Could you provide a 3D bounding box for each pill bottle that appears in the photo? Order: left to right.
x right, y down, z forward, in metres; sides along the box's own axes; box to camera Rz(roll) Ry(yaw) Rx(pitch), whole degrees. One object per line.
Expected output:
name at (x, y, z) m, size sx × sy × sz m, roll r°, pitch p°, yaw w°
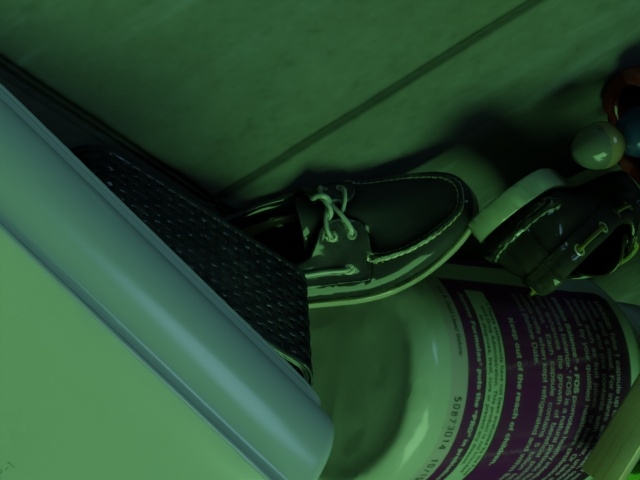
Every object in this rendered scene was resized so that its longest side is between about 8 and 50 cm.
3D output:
pill bottle at (0.124, 0.100, 1.119) m, size 0.301 × 0.169 × 0.169 m, roll 6°, pitch 140°, yaw -39°

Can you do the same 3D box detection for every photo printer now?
photo printer at (-0.184, 0.065, 0.785) m, size 0.256 × 0.107 × 0.307 m, roll -36°, pitch 108°, yaw 27°

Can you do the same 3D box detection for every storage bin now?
storage bin at (-0.103, 0.043, 0.898) m, size 0.180 × 0.084 × 0.122 m, roll 33°, pitch 122°, yaw -30°

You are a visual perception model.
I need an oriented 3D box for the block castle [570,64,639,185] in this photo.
block castle at (0.336, 0.005, 0.832) m, size 0.213 × 0.453 × 0.303 m, roll -19°, pitch 152°, yaw -20°

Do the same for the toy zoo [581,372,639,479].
toy zoo at (0.310, 0.096, 1.148) m, size 0.293 × 0.030 × 0.192 m, roll 9°, pitch 114°, yaw -56°

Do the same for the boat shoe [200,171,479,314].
boat shoe at (0.000, 0.000, 0.969) m, size 0.206 × 0.075 × 0.065 m, roll -18°, pitch 154°, yaw 1°

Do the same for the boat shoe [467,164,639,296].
boat shoe at (0.170, -0.004, 1.024) m, size 0.081 × 0.068 × 0.228 m, roll -43°, pitch 165°, yaw 25°
